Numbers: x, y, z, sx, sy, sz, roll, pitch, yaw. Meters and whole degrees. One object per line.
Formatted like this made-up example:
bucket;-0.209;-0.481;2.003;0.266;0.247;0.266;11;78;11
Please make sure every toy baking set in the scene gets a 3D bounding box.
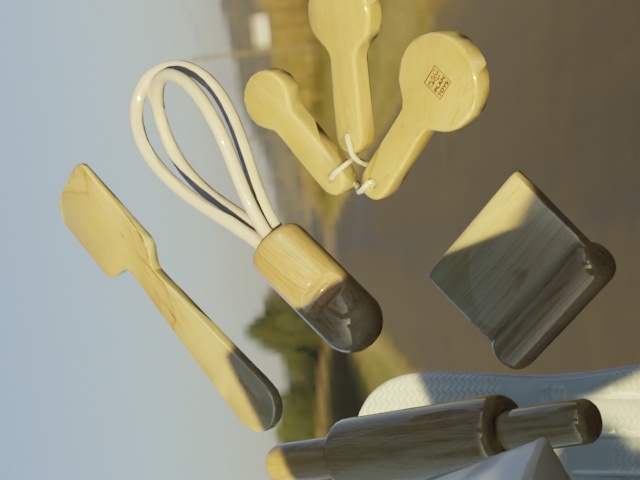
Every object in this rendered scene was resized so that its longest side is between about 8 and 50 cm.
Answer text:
toy baking set;0.003;0.006;0.722;0.030;0.256;0.196;-19;-91;-47

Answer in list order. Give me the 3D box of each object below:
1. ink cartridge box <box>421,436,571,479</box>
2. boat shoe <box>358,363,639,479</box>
ink cartridge box;0.025;0.160;0.406;0.176;0.127;0.128;58;-151;-12
boat shoe;0.172;0.121;1.071;0.094;0.302;0.109;37;-120;-73
